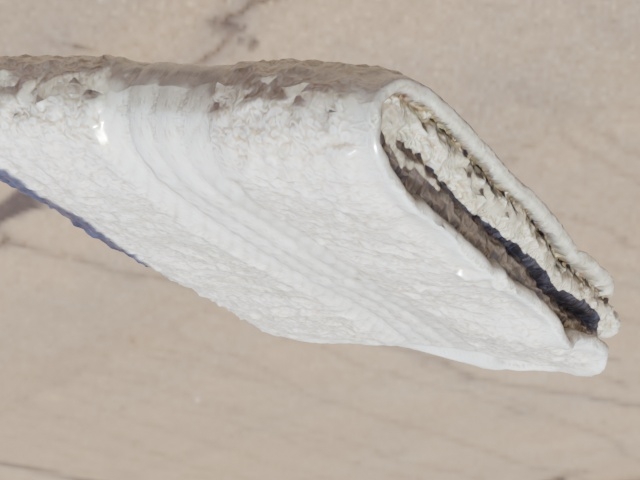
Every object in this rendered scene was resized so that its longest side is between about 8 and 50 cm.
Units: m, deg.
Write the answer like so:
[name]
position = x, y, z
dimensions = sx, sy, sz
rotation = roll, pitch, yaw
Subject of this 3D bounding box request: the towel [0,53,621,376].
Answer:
[towel]
position = 0.000, 0.000, 0.561
dimensions = 0.187, 0.049, 0.282
rotation = 5, 164, 30
